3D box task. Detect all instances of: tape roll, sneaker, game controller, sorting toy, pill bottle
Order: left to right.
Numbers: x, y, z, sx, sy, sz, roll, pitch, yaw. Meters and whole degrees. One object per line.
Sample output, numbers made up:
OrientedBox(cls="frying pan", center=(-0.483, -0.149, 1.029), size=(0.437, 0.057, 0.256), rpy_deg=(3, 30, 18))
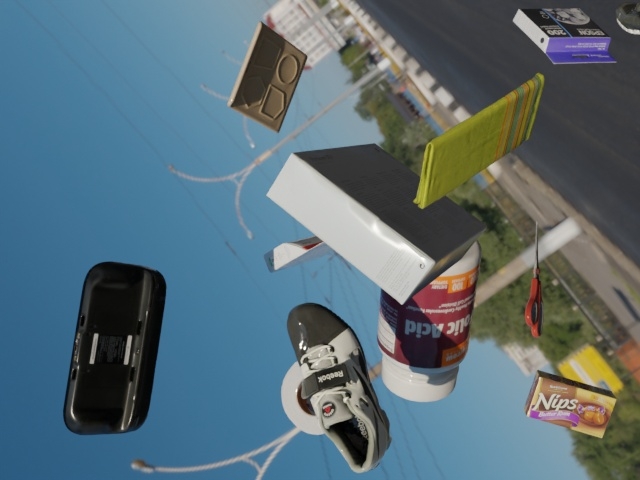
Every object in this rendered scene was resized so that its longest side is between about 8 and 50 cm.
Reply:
OrientedBox(cls="game controller", center=(-0.378, 0.201, 1.330), size=(0.167, 0.319, 0.067), rpy_deg=(11, 174, -37))
OrientedBox(cls="sorting toy", center=(-0.118, -0.356, 1.582), size=(0.038, 0.192, 0.208), rpy_deg=(22, -179, 30))
OrientedBox(cls="tape roll", center=(-0.003, 0.442, 2.057), size=(0.219, 0.219, 0.072), rpy_deg=(57, -157, 20))
OrientedBox(cls="sneaker", center=(0.031, 0.269, 1.314), size=(0.330, 0.123, 0.146), rpy_deg=(61, -165, 1))
OrientedBox(cls="pill bottle", center=(0.249, 0.173, 1.705), size=(0.224, 0.224, 0.392), rpy_deg=(-105, 14, -61))
OrientedBox(cls="sneaker", center=(0.743, -0.512, 1.619), size=(0.106, 0.078, 0.234), rpy_deg=(54, -171, -37))

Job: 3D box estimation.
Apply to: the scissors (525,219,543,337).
OrientedBox(cls="scissors", center=(0.562, 0.101, 1.860), size=(0.109, 0.021, 0.297), rpy_deg=(37, -124, -46))

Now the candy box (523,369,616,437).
OrientedBox(cls="candy box", center=(0.601, 0.394, 1.732), size=(0.187, 0.109, 0.053), rpy_deg=(16, -167, 4))

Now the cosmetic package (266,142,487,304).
OrientedBox(cls="cosmetic package", center=(0.116, -0.050, 1.263), size=(0.284, 0.097, 0.377), rpy_deg=(41, -157, 14))

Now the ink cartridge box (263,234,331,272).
OrientedBox(cls="ink cartridge box", center=(0.000, 0.000, 1.684), size=(0.181, 0.225, 0.056), rpy_deg=(-15, -102, -45))

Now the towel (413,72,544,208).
OrientedBox(cls="towel", center=(0.205, -0.131, 0.915), size=(0.021, 0.237, 0.102), rpy_deg=(35, 142, 32))

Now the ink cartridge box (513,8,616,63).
OrientedBox(cls="ink cartridge box", center=(0.639, -0.532, 1.855), size=(0.206, 0.045, 0.208), rpy_deg=(-7, -131, -22))
